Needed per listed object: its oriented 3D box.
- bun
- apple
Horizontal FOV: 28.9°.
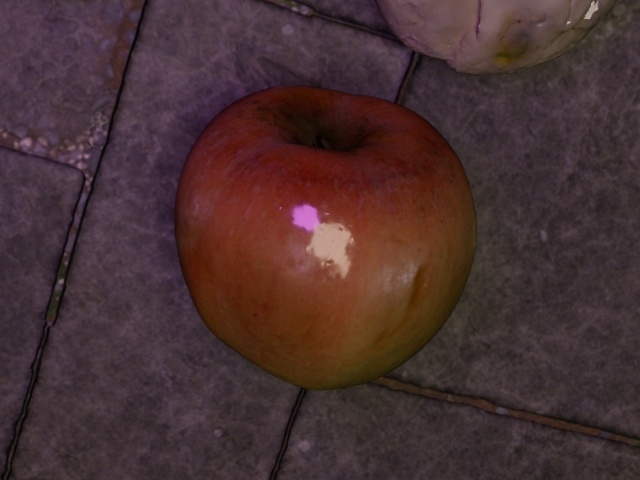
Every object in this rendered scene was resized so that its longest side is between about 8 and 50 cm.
[{"bbox_3d":[0.208,-0.358,1.369,0.365,0.219,0.365,-3,109,-8],"label":"bun"},{"bbox_3d":[0.000,0.000,1.384,0.338,0.338,0.305,2,124,-11],"label":"apple"}]
